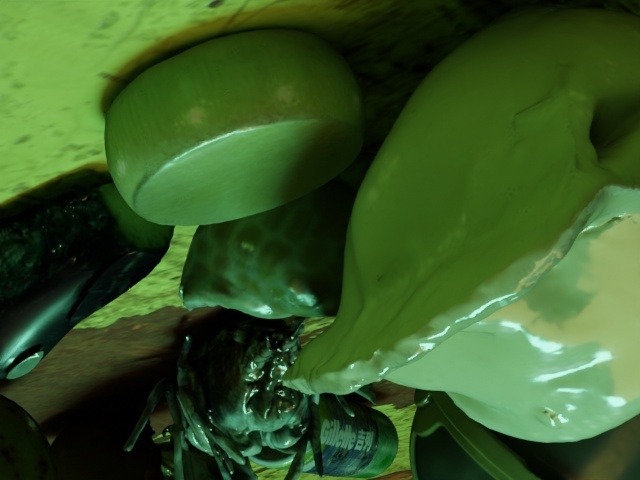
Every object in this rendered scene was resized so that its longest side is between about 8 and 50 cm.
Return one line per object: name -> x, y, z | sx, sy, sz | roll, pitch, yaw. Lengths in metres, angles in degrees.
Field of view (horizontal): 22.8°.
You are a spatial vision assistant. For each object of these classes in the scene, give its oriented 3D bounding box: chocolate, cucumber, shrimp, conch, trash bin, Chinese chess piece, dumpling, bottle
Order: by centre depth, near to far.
Chinese chess piece -> -0.047, -0.061, 0.866 | 0.144, 0.058, 0.144 | -17, 163, -6
dumpling -> 0.118, 0.001, 0.939 | 0.316, 0.233, 0.395 | -30, 176, 29
cucumber -> -0.177, 0.028, 0.996 | 0.193, 0.085, 0.115 | -34, 156, 27
conch -> -0.014, -0.001, 1.032 | 0.173, 0.106, 0.116 | -8, 176, 23
trash bin -> 0.210, 0.119, 1.273 | 0.334, 0.214, 0.214 | -51, 153, 15
shrimp -> -0.071, 0.156, 1.408 | 0.221, 0.166, 0.410 | -15, 176, -19
chocolate -> -0.197, 0.215, 1.519 | 0.127, 0.124, 0.133 | -3, 131, -28
bottle -> 0.003, 0.214, 1.766 | 0.093, 0.093, 0.330 | -22, 164, 14

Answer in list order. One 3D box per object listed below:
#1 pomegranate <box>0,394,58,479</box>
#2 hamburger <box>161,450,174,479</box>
pomegranate -> -0.325, 0.205, 1.263 | 0.248, 0.202, 0.202 | 19, 150, -18
hamburger -> -0.210, 0.315, 1.822 | 0.189, 0.122, 0.215 | -25, 165, 18
